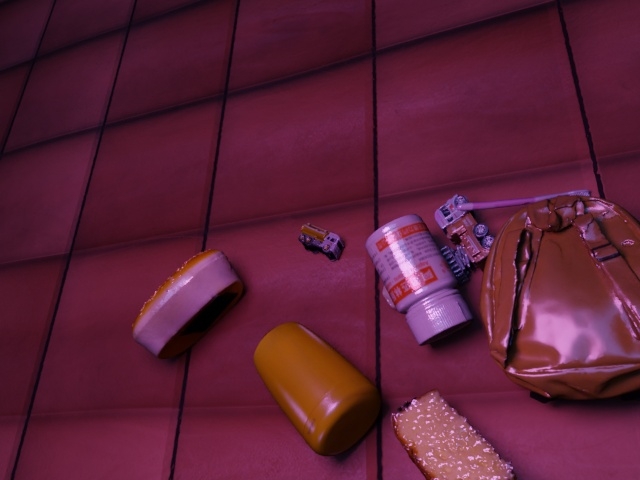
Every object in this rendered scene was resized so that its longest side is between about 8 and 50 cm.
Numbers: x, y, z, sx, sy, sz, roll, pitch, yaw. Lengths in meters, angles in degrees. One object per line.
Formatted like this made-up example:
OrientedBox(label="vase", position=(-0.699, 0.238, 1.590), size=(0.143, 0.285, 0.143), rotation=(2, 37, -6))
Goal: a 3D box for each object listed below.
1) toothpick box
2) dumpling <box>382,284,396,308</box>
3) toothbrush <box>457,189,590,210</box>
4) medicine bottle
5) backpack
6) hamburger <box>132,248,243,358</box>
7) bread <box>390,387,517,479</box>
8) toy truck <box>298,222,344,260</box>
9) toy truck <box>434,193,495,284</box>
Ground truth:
OrientedBox(label="toothpick box", position=(-0.019, 0.294, 1.184), size=(0.175, 0.175, 0.271), rotation=(-47, 52, -4))
OrientedBox(label="dumpling", position=(0.171, 0.112, 1.273), size=(0.076, 0.057, 0.052), rotation=(-111, 39, -56))
OrientedBox(label="toothbrush", position=(0.434, -0.082, 1.206), size=(0.287, 0.020, 0.025), rotation=(-6, 67, -1))
OrientedBox(label="medicine bottle", position=(0.206, 0.082, 1.184), size=(0.145, 0.144, 0.252), rotation=(-30, 72, 8))
OrientedBox(label="backpack", position=(0.473, 0.103, 1.035), size=(0.354, 0.201, 0.378), rotation=(-3, 66, 25))
OrientedBox(label="hamburger", position=(-0.328, 0.150, 1.376), size=(0.295, 0.227, 0.151), rotation=(-41, 78, -4))
OrientedBox(label="bread", position=(0.247, 0.401, 1.024), size=(0.129, 0.134, 0.260), rotation=(-36, 39, -8))
OrientedBox(label="toy truck", position=(0.000, 0.000, 1.401), size=(0.123, 0.052, 0.062), rotation=(22, 69, 34))
OrientedBox(label="toy truck", position=(0.311, -0.005, 1.244), size=(0.115, 0.080, 0.177), rotation=(-33, 56, 13))
